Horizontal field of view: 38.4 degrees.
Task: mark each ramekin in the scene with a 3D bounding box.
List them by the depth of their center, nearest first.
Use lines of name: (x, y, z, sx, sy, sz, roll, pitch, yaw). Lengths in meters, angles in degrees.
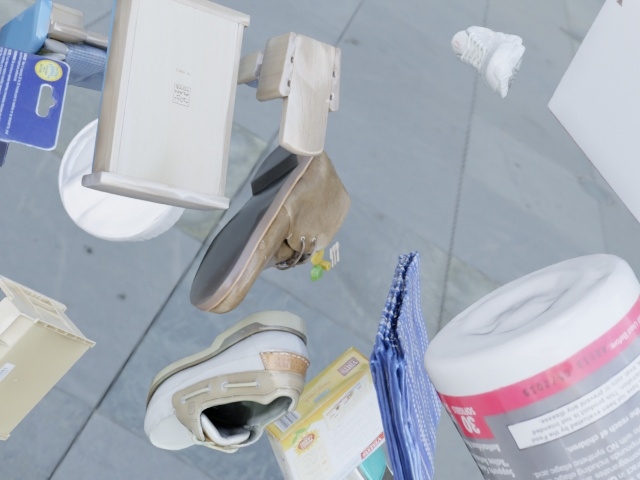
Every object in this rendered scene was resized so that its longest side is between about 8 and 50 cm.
ramekin: (-0.395, -0.122, 1.911, 0.273, 0.273, 0.127, 43, -2, 16)

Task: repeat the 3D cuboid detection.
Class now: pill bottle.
pill bottle: (0.227, 0.186, 0.717, 0.319, 0.176, 0.176, 61, 30, -5)

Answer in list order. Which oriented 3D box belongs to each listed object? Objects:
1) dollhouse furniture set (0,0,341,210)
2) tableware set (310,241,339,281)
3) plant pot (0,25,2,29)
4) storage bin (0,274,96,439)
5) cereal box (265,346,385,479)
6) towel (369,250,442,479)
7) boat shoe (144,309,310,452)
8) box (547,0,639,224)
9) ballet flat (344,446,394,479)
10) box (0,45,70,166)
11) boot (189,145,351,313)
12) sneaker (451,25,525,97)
dollhouse furniture set: (-0.187, -0.128, 1.012, 0.286, 0.198, 0.303, 11, -8, -37)
tableware set: (0.000, 0.000, 1.810, 0.024, 0.154, 0.104, 13, 35, 27)
plant pot: (-0.532, -0.232, 1.156, 0.203, 0.290, 0.291, 60, 24, -18)
storage bin: (-0.597, 0.222, 1.703, 0.123, 0.262, 0.260, 42, -4, 23)
cereal box: (0.012, 0.283, 1.353, 0.173, 0.240, 0.047, -38, 55, -21)
towel: (0.115, 0.172, 1.084, 0.040, 0.243, 0.336, -8, 16, 13)
boat shoe: (-0.123, 0.194, 1.088, 0.113, 0.302, 0.103, 18, 49, -30)
box: (0.450, -0.125, 0.936, 0.345, 0.168, 0.215, 4, 40, -25)
ballet flat: (0.089, 0.474, 1.764, 0.400, 0.139, 0.139, 53, 29, -5)
box: (-0.337, -0.134, 0.788, 0.225, 0.036, 0.136, 12, 41, -18)
boot: (-0.042, -0.007, 1.029, 0.115, 0.112, 0.305, 50, 39, -17)
sneaker: (0.267, -0.301, 1.507, 0.115, 0.090, 0.232, 21, 20, 2)
